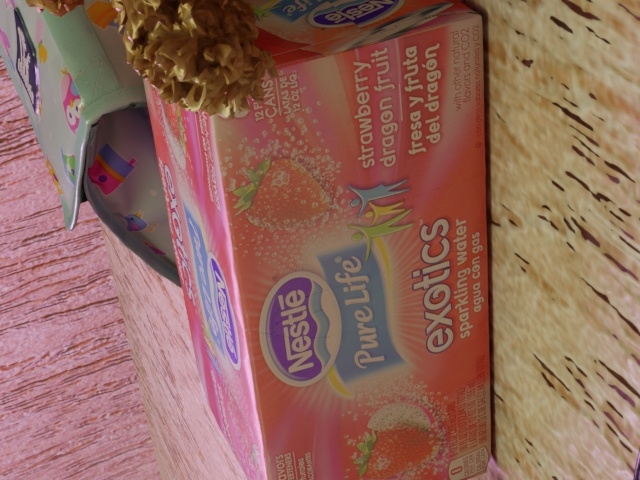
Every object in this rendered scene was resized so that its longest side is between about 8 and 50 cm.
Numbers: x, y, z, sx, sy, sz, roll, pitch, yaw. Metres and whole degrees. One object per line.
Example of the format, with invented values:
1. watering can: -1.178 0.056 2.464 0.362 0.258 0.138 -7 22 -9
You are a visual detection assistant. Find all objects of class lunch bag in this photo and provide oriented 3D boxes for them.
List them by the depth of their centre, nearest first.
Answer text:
1. lunch bag: -0.124 -0.112 0.844 0.223 0.160 0.262 64 -168 26

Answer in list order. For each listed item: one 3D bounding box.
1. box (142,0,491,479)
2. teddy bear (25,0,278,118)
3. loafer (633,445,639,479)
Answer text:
1. box: 0.000 0.000 0.696 0.154 0.142 0.300 -128 26 -51
2. teddy bear: -0.013 -0.178 0.507 0.338 0.113 0.245 -36 52 49
3. loafer: 0.147 0.051 0.406 0.061 0.062 0.170 43 156 39
